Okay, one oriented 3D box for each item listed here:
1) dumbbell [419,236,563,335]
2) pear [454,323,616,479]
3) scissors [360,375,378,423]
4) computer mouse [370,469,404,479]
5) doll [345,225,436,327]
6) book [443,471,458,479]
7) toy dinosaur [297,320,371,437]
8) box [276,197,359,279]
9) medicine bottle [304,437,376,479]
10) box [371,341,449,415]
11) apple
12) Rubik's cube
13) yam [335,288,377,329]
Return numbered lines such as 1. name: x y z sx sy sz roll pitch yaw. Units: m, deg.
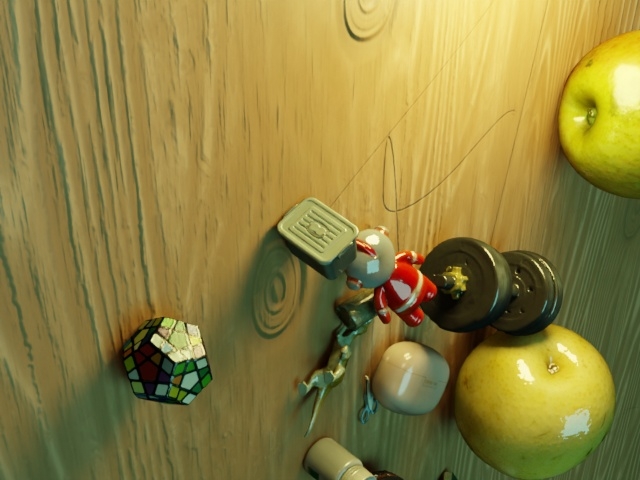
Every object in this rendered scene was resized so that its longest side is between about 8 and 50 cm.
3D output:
1. dumbbell: 0.341 0.097 1.659 0.388 0.185 0.185 11 104 -48
2. pear: 0.461 0.348 1.825 0.348 0.348 0.349 -25 129 -36
3. scissors: 0.096 0.311 1.656 0.058 0.014 0.119 -37 138 -35
4. computer mouse: 0.109 0.634 1.756 0.182 0.116 0.324 1 99 -26
5. doll: 0.110 0.057 1.445 0.245 0.076 0.142 38 70 -31
6. book: 0.326 0.724 2.025 0.202 0.027 0.264 58 34 -47
7. toy dinosaur: 0.019 0.240 1.517 0.142 0.057 0.212 -26 144 -60
8. box: 0.000 0.000 1.294 0.084 0.122 0.069 -44 150 -18
9. medicine bottle: 0.038 0.438 1.577 0.080 0.130 0.080 -25 129 -35
10. box: 0.182 0.276 1.666 0.200 0.088 0.146 23 88 -53
11. apple: 0.638 -0.246 1.669 0.339 0.339 0.340 -25 129 -36
12. Rubik's cube: -0.213 0.169 1.166 0.133 0.133 0.112 30 63 -51
13. yam: 0.088 0.113 1.501 0.132 0.054 0.054 -29 131 -34
